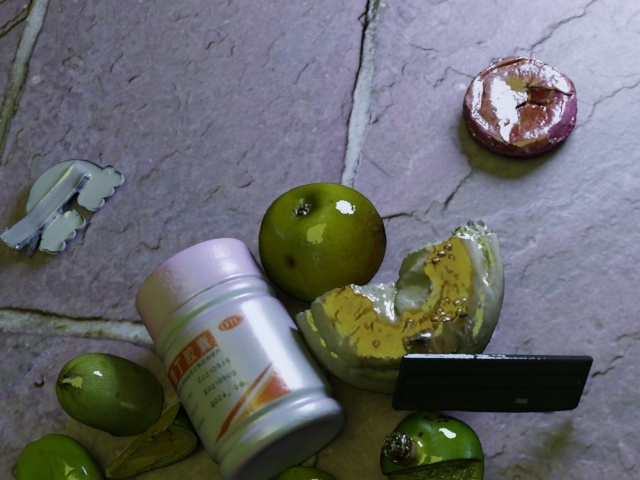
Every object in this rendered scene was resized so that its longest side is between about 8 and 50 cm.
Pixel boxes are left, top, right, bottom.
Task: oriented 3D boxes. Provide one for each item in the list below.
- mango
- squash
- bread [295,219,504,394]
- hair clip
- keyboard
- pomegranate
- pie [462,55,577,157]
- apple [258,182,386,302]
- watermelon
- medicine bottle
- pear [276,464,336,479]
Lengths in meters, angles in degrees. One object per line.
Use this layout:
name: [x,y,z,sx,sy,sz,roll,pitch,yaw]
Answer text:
mango: [-0.387,0.361,1.496,0.163,0.089,0.117,23,89,21]
squash: [-0.330,0.225,1.490,0.123,0.187,0.123,-8,67,18]
bread: [0.146,0.117,1.416,0.314,0.171,0.192,-31,70,-1]
hair clip: [-0.454,-0.065,1.703,0.140,0.054,0.220,35,78,27]
keyboard: [0.289,0.199,1.359,0.381,0.103,0.041,6,30,-7]
pomegranate: [0.146,0.291,1.359,0.143,0.169,0.122,-21,36,34]
pie: [0.317,-0.211,1.567,0.182,0.049,0.182,-4,65,9]
apple: [0.000,0.000,1.499,0.196,0.157,0.196,-14,45,14]
watermelon: [-0.244,0.290,1.485,0.181,0.092,0.075,-41,51,34]
medicine bottle: [-0.121,0.177,1.444,0.202,0.202,0.316,-33,65,0]
pear: [-0.021,0.363,1.411,0.097,0.092,0.092,-29,66,3]
